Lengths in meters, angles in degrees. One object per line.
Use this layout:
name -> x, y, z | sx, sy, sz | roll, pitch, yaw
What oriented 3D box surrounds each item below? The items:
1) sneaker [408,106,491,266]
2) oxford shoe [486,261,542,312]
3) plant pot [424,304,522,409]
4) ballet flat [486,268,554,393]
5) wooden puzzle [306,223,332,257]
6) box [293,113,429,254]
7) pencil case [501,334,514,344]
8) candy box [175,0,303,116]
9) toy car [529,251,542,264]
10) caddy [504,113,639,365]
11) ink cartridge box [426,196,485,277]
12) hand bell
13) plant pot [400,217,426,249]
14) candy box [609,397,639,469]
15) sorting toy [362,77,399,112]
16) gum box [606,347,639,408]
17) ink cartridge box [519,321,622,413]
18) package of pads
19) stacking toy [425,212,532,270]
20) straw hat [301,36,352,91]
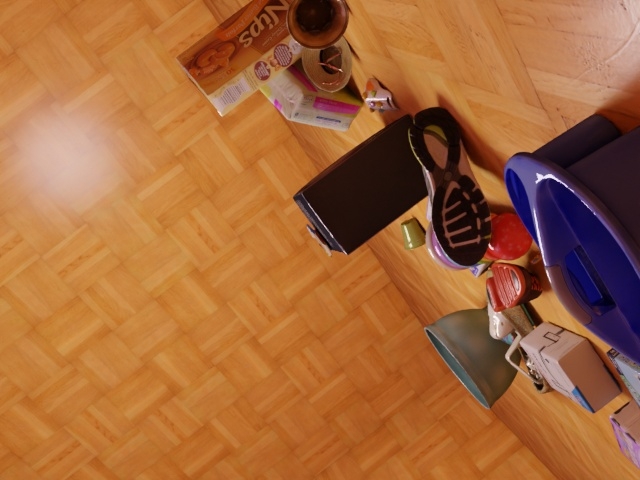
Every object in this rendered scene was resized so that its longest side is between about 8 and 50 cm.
sneaker -> 0.251, -0.098, 1.429 | 0.121, 0.111, 0.300 | 10, -114, -75
oxford shoe -> 0.412, 0.087, 1.579 | 0.271, 0.098, 0.097 | 68, -173, -80
plant pot -> 0.468, 0.311, 2.200 | 0.293, 0.196, 0.293 | 52, 176, 5
ballet flat -> 0.485, 0.234, 1.865 | 0.348, 0.123, 0.123 | 54, 177, -9
wooden puzzle -> 0.000, 0.000, 1.855 | 0.078, 0.014, 0.116 | 48, 175, 21
box -> 0.109, -0.125, 1.753 | 0.183, 0.296, 0.294 | 54, 176, -5
pencil case -> 0.513, 0.244, 2.017 | 0.070, 0.064, 0.152 | 61, 176, -3
candy box -> -0.168, -0.461, 1.819 | 0.183, 0.316, 0.087 | 51, 176, 34
toy car -> 0.434, 0.063, 1.415 | 0.060, 0.040, 0.122 | 54, 176, -14
caddy -> 0.351, 0.015, 0.896 | 0.341, 0.179, 0.241 | 54, 176, -17
ink cartridge box -> 0.339, -0.016, 1.848 | 0.208, 0.045, 0.206 | 51, 176, 14
hand bell -> -0.028, -0.498, 1.596 | 0.126, 0.126, 0.242 | 55, -172, -32
plant pot -> 0.284, -0.024, 2.342 | 0.083, 0.083, 0.079 | -141, 27, -76
candy box -> 0.695, 0.443, 1.547 | 0.196, 0.070, 0.165 | 50, 175, 47
sorting toy -> 0.138, -0.310, 1.676 | 0.075, 0.045, 0.083 | 21, 154, 45
gum box -> 0.601, 0.273, 1.326 | 0.157, 0.041, 0.184 | 54, 176, -18
ink cartridge box -> 0.549, 0.276, 1.680 | 0.148, 0.086, 0.203 | 53, 176, -8
package of pads -> -0.054, -0.404, 1.938 | 0.229, 0.101, 0.296 | 2, -141, -45
stacking toy -> 0.324, -0.008, 1.536 | 0.141, 0.141, 0.330 | 53, 171, -4
straw hat -> 0.030, -0.416, 1.736 | 0.144, 0.144, 0.061 | 52, -141, 8
